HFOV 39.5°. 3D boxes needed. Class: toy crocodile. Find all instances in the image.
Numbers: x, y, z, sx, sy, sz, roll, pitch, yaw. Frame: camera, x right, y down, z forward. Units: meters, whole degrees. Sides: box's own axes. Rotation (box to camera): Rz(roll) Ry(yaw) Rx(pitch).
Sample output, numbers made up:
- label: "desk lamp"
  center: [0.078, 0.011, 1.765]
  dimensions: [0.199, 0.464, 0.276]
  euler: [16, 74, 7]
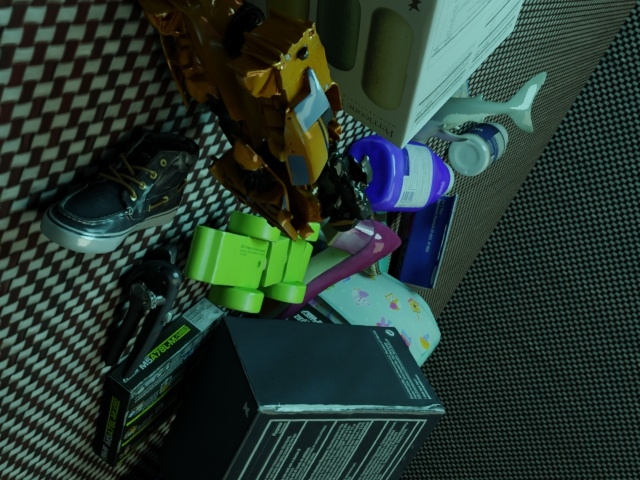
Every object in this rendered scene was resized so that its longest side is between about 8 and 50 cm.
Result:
- label: "toy crocodile"
  center: [-0.086, 0.020, 1.135]
  dimensions: [0.340, 0.105, 0.115]
  euler: [0, 103, -69]

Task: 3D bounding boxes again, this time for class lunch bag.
- label: "lunch bag"
  center: [0.067, 0.151, 1.555]
  dimensions: [0.223, 0.262, 0.160]
  euler: [-30, 151, -59]

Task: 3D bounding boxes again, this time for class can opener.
- label: "can opener"
  center: [-0.198, 0.089, 1.004]
  dimensions: [0.073, 0.059, 0.186]
  euler: [-32, 153, -56]

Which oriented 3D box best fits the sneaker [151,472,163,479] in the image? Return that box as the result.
- label: "sneaker"
  center: [-0.281, 0.460, 1.497]
  dimensions: [0.236, 0.130, 0.323]
  euler: [-31, 177, -8]

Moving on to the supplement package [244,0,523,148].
- label: "supplement package"
  center: [0.067, -0.263, 0.774]
  dimensions: [0.198, 0.199, 0.263]
  euler: [-47, 164, -24]

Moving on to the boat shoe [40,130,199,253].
- label: "boat shoe"
  center: [-0.173, -0.050, 0.786]
  dimensions: [0.083, 0.065, 0.183]
  euler: [-63, 169, 21]

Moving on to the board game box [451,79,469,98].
- label: "board game box"
  center: [0.227, -0.254, 1.618]
  dimensions: [0.103, 0.026, 0.154]
  euler: [-54, 165, -1]

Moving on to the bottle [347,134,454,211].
- label: "bottle"
  center: [0.138, -0.105, 1.453]
  dimensions: [0.282, 0.092, 0.118]
  euler: [-5, 100, -61]

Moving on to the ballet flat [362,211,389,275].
- label: "ballet flat"
  center: [0.084, -0.043, 1.533]
  dimensions: [0.073, 0.067, 0.206]
  euler: [4, 91, -63]

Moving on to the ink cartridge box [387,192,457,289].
- label: "ink cartridge box"
  center: [0.190, 0.005, 1.727]
  dimensions: [0.371, 0.069, 0.176]
  euler: [136, -31, -86]

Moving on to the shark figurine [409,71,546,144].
- label: "shark figurine"
  center: [0.207, -0.223, 1.434]
  dimensions: [0.166, 0.278, 0.116]
  euler: [10, 76, -43]

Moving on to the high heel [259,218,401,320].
- label: "high heel"
  center: [0.010, 0.056, 1.332]
  dimensions: [0.117, 0.082, 0.244]
  euler: [22, 118, -32]

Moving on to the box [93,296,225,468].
- label: "box"
  center: [-0.216, 0.191, 1.202]
  dimensions: [0.190, 0.045, 0.184]
  euler: [-41, 162, -43]

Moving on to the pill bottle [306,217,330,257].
- label: "pill bottle"
  center: [0.000, 0.000, 1.376]
  dimensions: [0.078, 0.078, 0.137]
  euler: [-34, 154, -53]

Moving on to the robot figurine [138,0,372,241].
- label: "robot figurine"
  center: [-0.053, -0.105, 0.779]
  dimensions: [0.085, 0.211, 0.291]
  euler: [-45, 153, -17]

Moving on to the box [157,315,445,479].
- label: "box"
  center: [-0.038, 0.273, 1.265]
  dimensions: [0.293, 0.183, 0.296]
  euler: [7, 125, -32]

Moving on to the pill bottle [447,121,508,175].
- label: "pill bottle"
  center: [0.356, -0.209, 1.977]
  dimensions: [0.169, 0.094, 0.094]
  euler: [-34, 155, -53]

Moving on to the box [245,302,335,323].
- label: "box"
  center: [-0.043, 0.184, 1.446]
  dimensions: [0.077, 0.180, 0.147]
  euler: [-29, 150, -56]
